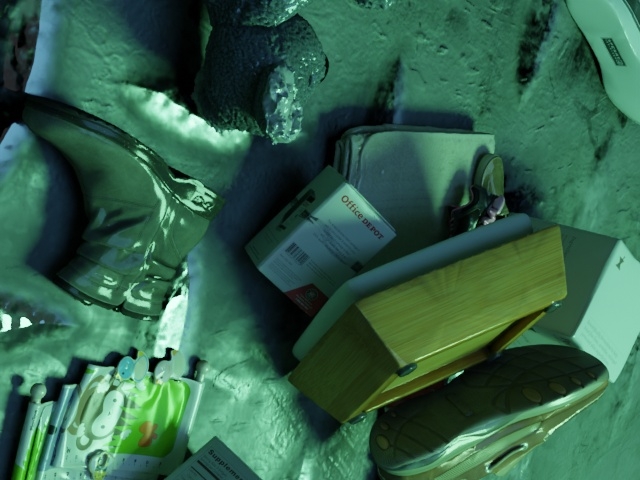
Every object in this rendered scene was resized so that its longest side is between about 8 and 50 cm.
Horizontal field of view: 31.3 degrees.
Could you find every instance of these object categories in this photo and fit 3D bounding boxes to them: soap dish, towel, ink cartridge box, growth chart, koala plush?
[{"bbox_3d":[0.128,0.094,1.317,0.290,0.118,0.229,-19,161,-29],"label":"soap dish"},{"bbox_3d":[0.110,-0.047,1.406,0.282,0.049,0.187,-3,106,-46],"label":"towel"},{"bbox_3d":[0.000,0.000,1.260,0.135,0.056,0.099,-44,123,3],"label":"ink cartridge box"},{"bbox_3d":[-0.215,0.198,1.176,0.237,0.021,0.172,1,103,-47],"label":"growth chart"},{"bbox_3d":[-0.056,-0.204,1.101,0.203,0.196,0.221,4,100,-34],"label":"koala plush"}]

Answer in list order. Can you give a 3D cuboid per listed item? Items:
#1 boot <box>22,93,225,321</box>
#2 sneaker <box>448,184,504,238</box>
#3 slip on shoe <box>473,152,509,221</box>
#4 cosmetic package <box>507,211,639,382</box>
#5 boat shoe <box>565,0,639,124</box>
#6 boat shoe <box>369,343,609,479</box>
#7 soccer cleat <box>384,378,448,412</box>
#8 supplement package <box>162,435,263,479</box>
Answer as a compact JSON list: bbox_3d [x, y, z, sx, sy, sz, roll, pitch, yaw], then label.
[{"bbox_3d":[-0.206,-0.019,1.078,0.246,0.083,0.161,35,83,-44],"label":"boot"},{"bbox_3d":[0.177,-0.018,1.424,0.057,0.047,0.119,34,95,-2],"label":"sneaker"},{"bbox_3d":[0.222,-0.042,1.457,0.051,0.041,0.135,-9,110,-46],"label":"slip on shoe"},{"bbox_3d":[0.330,0.076,1.565,0.151,0.183,0.151,42,73,-43],"label":"cosmetic package"},{"bbox_3d":[0.450,-0.284,1.635,0.102,0.108,0.301,-53,126,-17],"label":"boat shoe"},{"bbox_3d":[0.211,0.228,1.423,0.324,0.123,0.116,-19,124,-13],"label":"boat shoe"},{"bbox_3d":[0.131,0.231,1.499,0.095,0.083,0.248,-14,114,-57],"label":"soccer cleat"},{"bbox_3d":[-0.141,0.316,1.204,0.179,0.105,0.105,-38,155,-31],"label":"supplement package"}]
